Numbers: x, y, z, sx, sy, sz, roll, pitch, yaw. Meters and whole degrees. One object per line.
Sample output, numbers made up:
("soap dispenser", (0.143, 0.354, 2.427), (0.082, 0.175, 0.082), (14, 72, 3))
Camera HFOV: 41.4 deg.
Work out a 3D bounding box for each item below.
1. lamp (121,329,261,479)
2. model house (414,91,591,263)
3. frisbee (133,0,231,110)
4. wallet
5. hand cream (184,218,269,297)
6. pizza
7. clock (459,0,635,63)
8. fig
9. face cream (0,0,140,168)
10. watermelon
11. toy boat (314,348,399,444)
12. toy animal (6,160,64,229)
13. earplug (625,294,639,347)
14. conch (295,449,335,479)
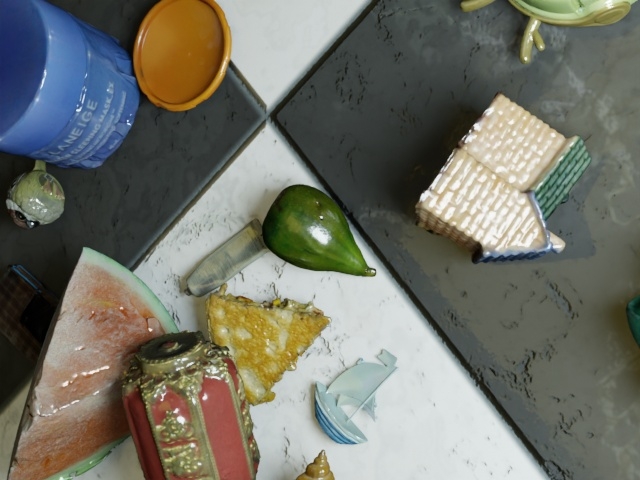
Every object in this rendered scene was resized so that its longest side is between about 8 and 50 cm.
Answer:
("lamp", (-0.181, 0.268, 1.201), (0.177, 0.177, 0.274), (0, 109, 29))
("model house", (0.233, -0.056, 1.037), (0.172, 0.166, 0.183), (34, 89, 11))
("frisbee", (-0.217, -0.300, 1.353), (0.192, 0.035, 0.192), (-1, 88, 29))
("wallet", (-0.493, 0.151, 1.481), (0.230, 0.042, 0.124), (36, 107, 27))
("hand cream", (-0.146, 0.035, 1.306), (0.165, 0.037, 0.057), (-37, 70, 15))
("pizza", (-0.065, 0.137, 1.236), (0.199, 0.062, 0.188), (-17, 93, 22))
("clock", (0.309, -0.373, 1.032), (0.235, 0.096, 0.308), (48, 110, 22))
("fig", (0.000, 0.000, 1.187), (0.177, 0.117, 0.117), (38, 106, 14))
("face cream", (-0.447, -0.253, 1.373), (0.249, 0.225, 0.249), (-4, 83, 29))
("watermelon", (-0.340, 0.232, 1.321), (0.292, 0.222, 0.319), (120, 160, -47))
("toy boat", (0.040, 0.212, 1.186), (0.105, 0.034, 0.149), (23, 99, 26))
("toy animal", (-0.500, -0.081, 1.472), (0.098, 0.098, 0.137), (-37, 54, 22))
("earplug", (0.462, 0.074, 0.916), (0.257, 0.164, 0.280), (0, 101, -7))
("conch", (-0.015, 0.432, 1.181), (0.093, 0.109, 0.330), (-123, 37, -60))
